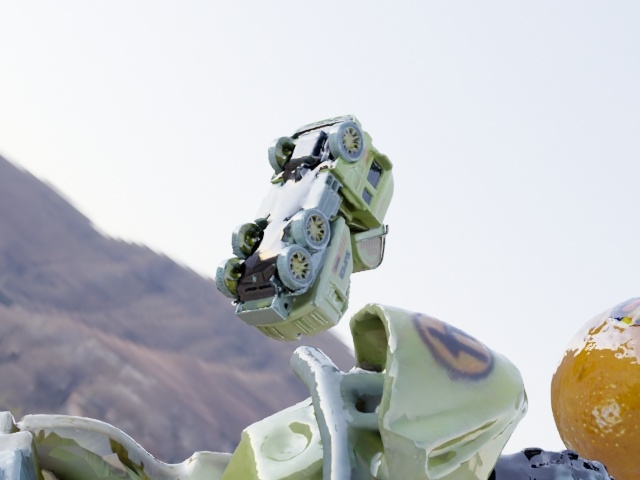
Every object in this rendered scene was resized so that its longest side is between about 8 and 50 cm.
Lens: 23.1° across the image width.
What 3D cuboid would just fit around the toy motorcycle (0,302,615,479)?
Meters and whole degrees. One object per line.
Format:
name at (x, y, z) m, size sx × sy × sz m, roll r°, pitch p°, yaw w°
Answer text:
toy motorcycle at (-0.036, 0.170, 0.846) m, size 0.169 × 0.410 × 0.237 m, roll -108°, pitch 180°, yaw -61°

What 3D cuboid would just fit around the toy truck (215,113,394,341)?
toy truck at (0.000, 0.000, 1.274) m, size 0.085 × 0.191 × 0.116 m, roll -11°, pitch -45°, yaw 40°

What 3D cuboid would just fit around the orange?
orange at (0.265, 0.121, 1.210) m, size 0.177 × 0.177 × 0.155 m, roll 77°, pitch -7°, yaw -74°
